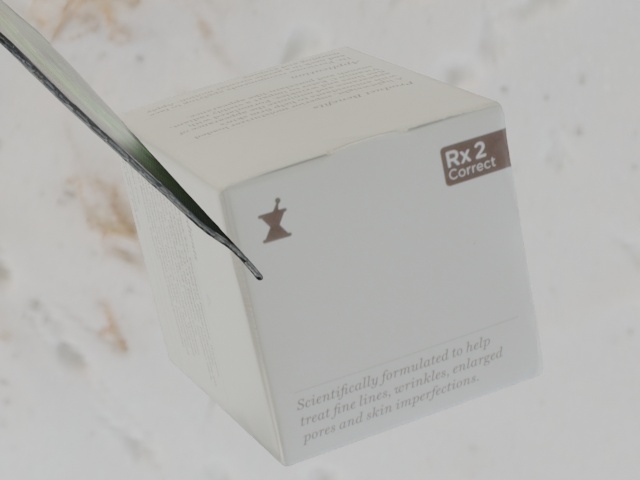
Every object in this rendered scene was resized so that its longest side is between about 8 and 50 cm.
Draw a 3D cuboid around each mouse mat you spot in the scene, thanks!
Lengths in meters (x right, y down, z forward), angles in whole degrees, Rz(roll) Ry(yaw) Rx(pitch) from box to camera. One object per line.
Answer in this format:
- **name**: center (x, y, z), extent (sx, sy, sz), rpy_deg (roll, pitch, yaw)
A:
- **mouse mat**: center (-0.098, -0.065, 0.636), extent (0.007, 0.152, 0.190), rpy_deg (-45, 145, 1)

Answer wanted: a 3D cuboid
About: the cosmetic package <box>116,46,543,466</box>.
- **cosmetic package**: center (0.000, 0.000, 0.956), extent (0.151, 0.184, 0.151), rpy_deg (-18, 111, -18)
